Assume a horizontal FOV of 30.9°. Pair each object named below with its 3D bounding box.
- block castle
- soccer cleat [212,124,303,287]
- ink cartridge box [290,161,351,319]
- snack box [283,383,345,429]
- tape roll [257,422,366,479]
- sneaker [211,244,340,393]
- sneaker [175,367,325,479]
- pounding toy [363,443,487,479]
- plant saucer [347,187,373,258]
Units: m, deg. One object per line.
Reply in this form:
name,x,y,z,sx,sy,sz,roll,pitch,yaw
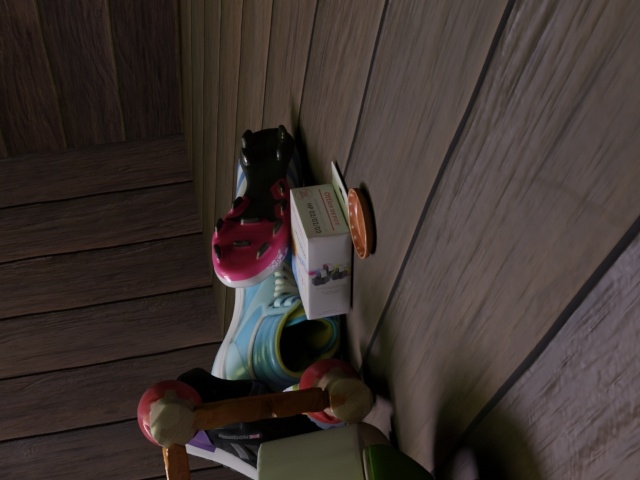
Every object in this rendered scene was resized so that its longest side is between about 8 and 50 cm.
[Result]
block castle,-0.052,0.386,1.448,0.213,0.303,0.453,160,102,-81
soccer cleat,-0.072,-0.027,1.663,0.331,0.116,0.143,-81,-20,-48
ink cartridge box,0.000,0.000,1.502,0.104,0.062,0.181,-110,15,-47
snack box,-0.013,0.267,1.785,0.174,0.070,0.207,-128,32,-66
tape roll,0.018,0.323,1.109,0.286,0.100,0.286,-11,-90,-88
sneaker,-0.034,0.090,1.685,0.208,0.127,0.319,-29,40,47
sneaker,-0.074,0.257,1.581,0.107,0.283,0.124,-77,3,-48
pounding toy,0.113,0.284,0.998,0.183,0.110,0.236,64,-166,-80
plant saucer,0.048,-0.021,1.354,0.083,0.013,0.083,171,90,-81
